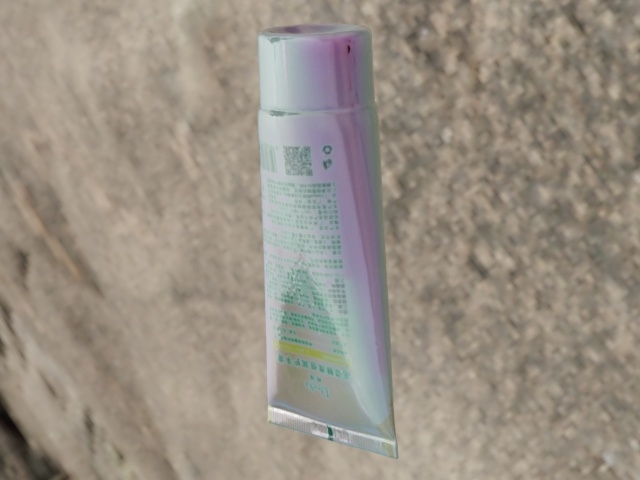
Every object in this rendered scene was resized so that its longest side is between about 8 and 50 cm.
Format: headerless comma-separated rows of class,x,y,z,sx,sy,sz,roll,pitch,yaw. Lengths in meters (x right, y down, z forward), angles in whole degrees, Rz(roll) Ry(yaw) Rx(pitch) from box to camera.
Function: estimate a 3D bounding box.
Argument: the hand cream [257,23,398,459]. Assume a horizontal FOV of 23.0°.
hand cream,0.000,0.000,0.646,0.076,0.047,0.174,9,107,44
